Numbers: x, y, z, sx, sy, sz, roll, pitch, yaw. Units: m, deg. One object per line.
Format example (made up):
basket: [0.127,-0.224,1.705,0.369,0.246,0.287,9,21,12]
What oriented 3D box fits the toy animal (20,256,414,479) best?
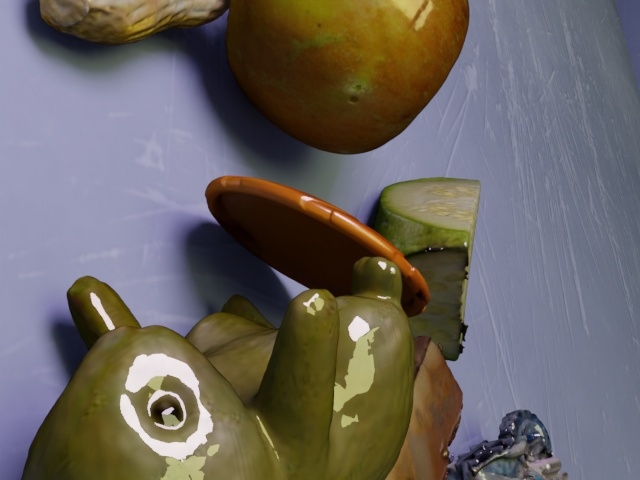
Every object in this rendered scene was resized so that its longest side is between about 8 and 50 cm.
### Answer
toy animal: [-0.075,0.104,0.462,0.363,0.181,0.180,0,84,-60]

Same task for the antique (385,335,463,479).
antique: [0.039,0.205,0.664,0.093,0.087,0.310,59,32,-18]

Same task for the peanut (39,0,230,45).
peanut: [-0.136,-0.202,0.647,0.087,0.087,0.206,63,33,-8]

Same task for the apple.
apple: [0.015,-0.198,0.747,0.207,0.237,0.237,32,41,-11]

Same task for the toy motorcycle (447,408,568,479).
toy motorcycle: [0.192,0.294,0.831,0.239,0.108,0.204,-18,82,-34]

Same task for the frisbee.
frisbee: [0.000,0.000,0.640,0.192,0.192,0.035,41,68,-36]

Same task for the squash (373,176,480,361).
squash: [0.117,-0.034,0.895,0.203,0.111,0.289,82,18,-48]
